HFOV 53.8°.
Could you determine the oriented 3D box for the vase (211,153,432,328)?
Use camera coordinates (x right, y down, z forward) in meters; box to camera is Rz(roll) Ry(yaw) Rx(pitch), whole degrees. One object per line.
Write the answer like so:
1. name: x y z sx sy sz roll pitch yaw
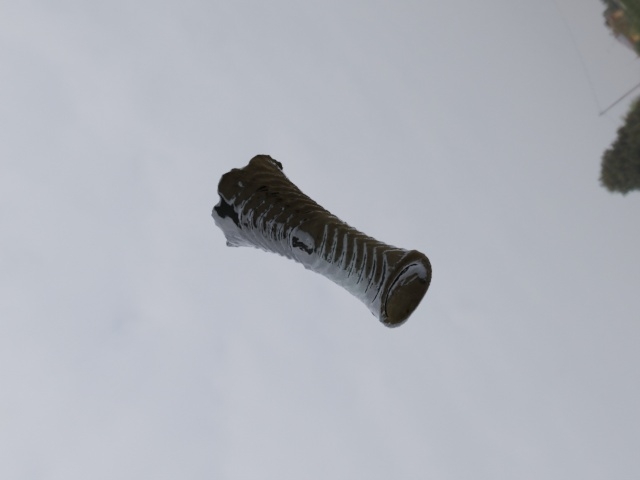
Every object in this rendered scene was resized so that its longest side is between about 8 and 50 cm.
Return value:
1. vase: 0.000 0.000 0.652 0.237 0.116 0.115 29 -163 37
